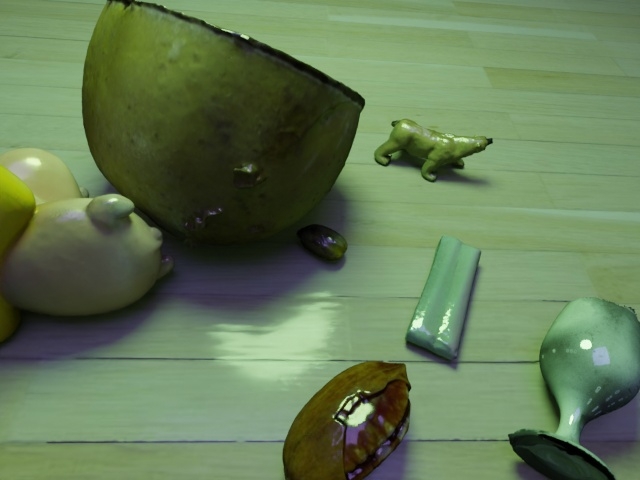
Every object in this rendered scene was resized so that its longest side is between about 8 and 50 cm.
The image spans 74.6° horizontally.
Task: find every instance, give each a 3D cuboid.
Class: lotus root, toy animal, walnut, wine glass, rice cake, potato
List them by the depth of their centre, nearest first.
[{"bbox_3d":[0.041,0.222,0.517,0.116,0.116,0.207,40,57,23],"label":"walnut"},{"bbox_3d":[0.351,0.194,0.562,0.126,0.126,0.241,31,58,18],"label":"wine glass"},{"bbox_3d":[-0.410,-0.032,0.589,0.345,0.278,0.247,-14,41,-12],"label":"toy animal"},{"bbox_3d":[0.208,0.083,0.688,0.080,0.042,0.222,21,52,13],"label":"rice cake"},{"bbox_3d":[-0.183,-0.167,0.706,0.442,0.319,0.385,31,14,28],"label":"potato"},{"bbox_3d":[0.000,0.000,0.728,0.099,0.049,0.054,25,55,21],"label":"lotus root"},{"bbox_3d":[0.232,-0.197,0.875,0.218,0.101,0.103,23,51,12],"label":"toy animal"}]
